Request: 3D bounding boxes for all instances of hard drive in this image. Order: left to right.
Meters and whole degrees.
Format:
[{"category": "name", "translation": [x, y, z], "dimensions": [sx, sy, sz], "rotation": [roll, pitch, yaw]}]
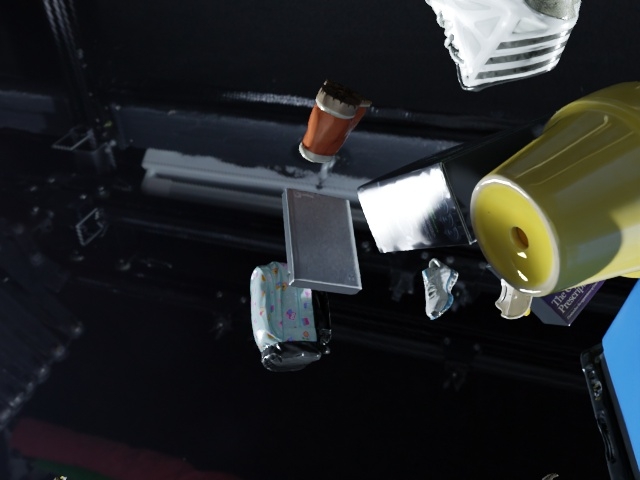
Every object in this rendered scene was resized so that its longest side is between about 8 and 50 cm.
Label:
[{"category": "hard drive", "translation": [0.000, 0.000, 0.815], "dimensions": [0.094, 0.135, 0.022], "rotation": [9, -34, -26]}]

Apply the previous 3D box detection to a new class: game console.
[{"category": "game console", "translation": [0.388, 0.196, 0.652], "dimensions": [0.250, 0.293, 0.173], "rotation": [45, -61, -12]}]

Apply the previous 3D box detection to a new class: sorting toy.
[{"category": "sorting toy", "translation": [0.350, 0.100, 1.166], "dimensions": [0.045, 0.075, 0.083], "rotation": [14, -90, -20]}]

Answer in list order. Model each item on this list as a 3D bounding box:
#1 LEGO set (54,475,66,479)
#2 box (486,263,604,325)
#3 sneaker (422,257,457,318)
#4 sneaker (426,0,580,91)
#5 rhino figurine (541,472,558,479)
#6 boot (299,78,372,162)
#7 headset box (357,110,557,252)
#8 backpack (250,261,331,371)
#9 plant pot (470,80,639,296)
[{"category": "LEGO set", "translation": [-0.532, 0.529, 0.984], "dimensions": [0.331, 0.254, 0.192], "rotation": [-28, -46, 16]}, {"category": "box", "translation": [0.506, 0.019, 1.315], "dimensions": [0.184, 0.261, 0.103], "rotation": [43, -10, -3]}, {"category": "sneaker", "translation": [0.272, 0.111, 1.519], "dimensions": [0.083, 0.190, 0.071], "rotation": [43, -57, -12]}, {"category": "sneaker", "translation": [0.203, -0.393, 1.059], "dimensions": [0.448, 0.169, 0.257], "rotation": [32, -44, 30]}, {"category": "rhino figurine", "translation": [0.404, 0.548, 1.163], "dimensions": [0.106, 0.243, 0.073], "rotation": [12, -10, 36]}, {"category": "boot", "translation": [0.014, -0.139, 0.741], "dimensions": [0.059, 0.158, 0.084], "rotation": [26, -67, 5]}, {"category": "headset box", "translation": [0.241, -0.089, 1.044], "dimensions": [0.283, 0.247, 0.131], "rotation": [-8, -75, 67]}, {"category": "backpack", "translation": [-0.059, 0.124, 1.090], "dimensions": [0.115, 0.181, 0.152], "rotation": [5, -23, -28]}, {"category": "plant pot", "translation": [0.337, -0.047, 0.815], "dimensions": [0.254, 0.239, 0.254], "rotation": [54, -21, 32]}]
